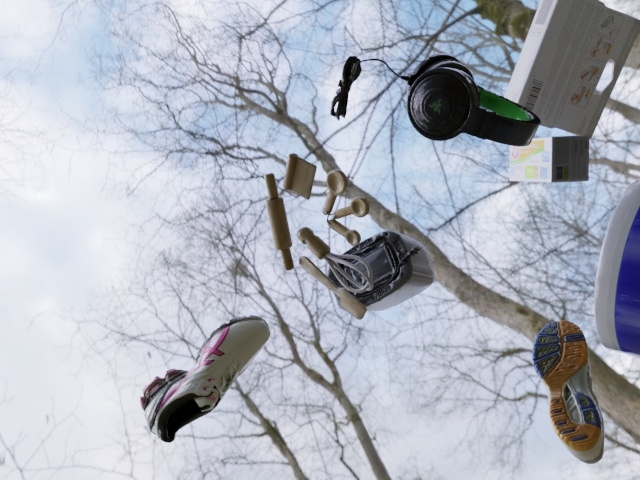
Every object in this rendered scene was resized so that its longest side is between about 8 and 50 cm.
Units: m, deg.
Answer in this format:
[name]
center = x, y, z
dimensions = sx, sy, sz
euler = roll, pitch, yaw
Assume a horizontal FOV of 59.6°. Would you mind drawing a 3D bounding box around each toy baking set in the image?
[toy baking set]
center = -0.005, -0.002, 0.842
dimensions = 0.030, 0.196, 0.257
euler = -27, -62, -41

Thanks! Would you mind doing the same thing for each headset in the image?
[headset]
center = 0.225, -0.260, 1.100
dimensions = 0.393, 0.243, 0.185
euler = 20, -62, -3

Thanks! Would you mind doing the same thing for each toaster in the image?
[toaster]
center = 0.138, 0.065, 1.165
dimensions = 0.227, 0.129, 0.146
euler = -34, -27, 29

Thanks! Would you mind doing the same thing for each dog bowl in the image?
[dog bowl]
center = 0.503, 0.045, 0.815
dimensions = 0.264, 0.104, 0.265
euler = -12, -72, -42

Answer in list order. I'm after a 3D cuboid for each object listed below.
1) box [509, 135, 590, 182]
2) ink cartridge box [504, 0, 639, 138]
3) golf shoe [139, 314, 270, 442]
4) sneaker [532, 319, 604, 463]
[box]
center = 0.581, -0.207, 1.434
dimensions = 0.103, 0.203, 0.114
euler = -3, -83, -10
[ink cartridge box]
center = 0.595, -0.415, 1.333
dimensions = 0.260, 0.066, 0.297
euler = 9, -70, -25
[golf shoe]
center = -0.130, 0.170, 0.685
dimensions = 0.186, 0.086, 0.067
euler = -40, -52, -8
[sneaker]
center = 0.510, 0.308, 1.148
dimensions = 0.111, 0.297, 0.131
euler = -14, -49, 27
